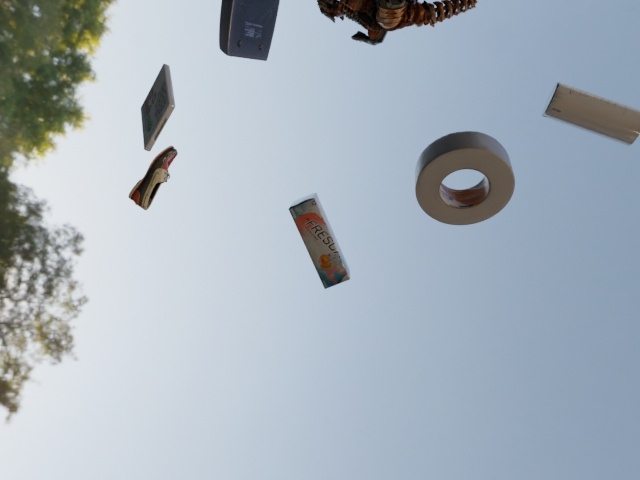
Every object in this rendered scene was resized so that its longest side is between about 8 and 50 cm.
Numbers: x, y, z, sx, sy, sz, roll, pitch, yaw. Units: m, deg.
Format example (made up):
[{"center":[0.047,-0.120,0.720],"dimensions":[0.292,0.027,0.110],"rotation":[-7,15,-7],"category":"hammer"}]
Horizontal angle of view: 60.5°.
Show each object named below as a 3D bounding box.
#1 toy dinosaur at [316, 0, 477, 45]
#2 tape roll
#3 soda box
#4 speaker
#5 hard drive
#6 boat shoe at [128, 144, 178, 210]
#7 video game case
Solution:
[{"center":[0.145,-0.497,1.090],"dimensions":[0.321,0.164,0.219],"rotation":[8,-59,8],"category":"toy dinosaur"},{"center":[0.326,-0.138,1.256],"dimensions":[0.219,0.219,0.072],"rotation":[-27,-145,30],"category":"tape roll"},{"center":[0.000,0.000,1.102],"dimensions":[0.058,0.063,0.183],"rotation":[-22,-76,9],"category":"soda box"},{"center":[0.410,-0.190,0.824],"dimensions":[0.136,0.055,0.055],"rotation":[22,-87,10],"category":"speaker"},{"center":[-0.169,-0.574,1.329],"dimensions":[0.054,0.172,0.255],"rotation":[24,-67,26],"category":"hard drive"},{"center":[-0.319,-0.123,1.073],"dimensions":[0.043,0.049,0.137],"rotation":[38,-87,6],"category":"boat shoe"},{"center":[-0.381,-0.310,1.278],"dimensions":[0.143,0.019,0.157],"rotation":[-47,-136,34],"category":"video game case"}]
